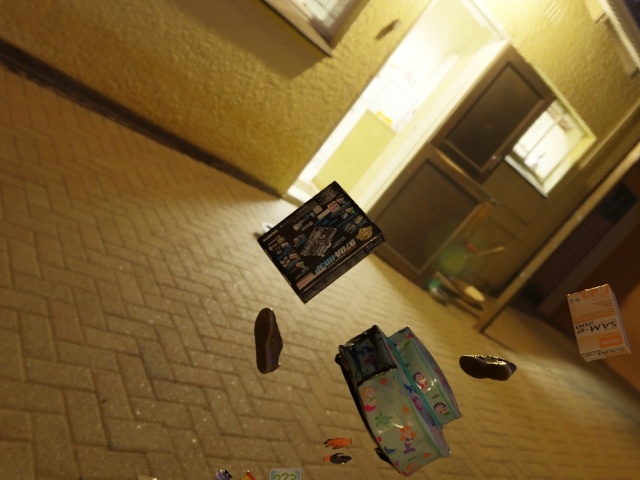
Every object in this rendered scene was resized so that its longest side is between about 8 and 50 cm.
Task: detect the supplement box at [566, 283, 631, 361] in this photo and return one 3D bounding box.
[{"bbox_3d":[0.400,0.119,0.863,0.036,0.062,0.098,43,38,-40],"label":"supplement box"}]

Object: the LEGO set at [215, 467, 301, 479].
[{"bbox_3d":[-0.169,0.636,1.422,0.244,0.182,0.060,4,5,-9],"label":"LEGO set"}]

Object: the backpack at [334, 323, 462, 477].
[{"bbox_3d":[0.156,0.308,1.146,0.225,0.191,0.253,57,11,-38],"label":"backpack"}]

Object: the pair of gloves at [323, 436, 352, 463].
[{"bbox_3d":[0.044,0.542,1.539,0.074,0.083,0.010,-1,22,-4],"label":"pair of gloves"}]

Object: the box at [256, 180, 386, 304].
[{"bbox_3d":[0.000,0.000,1.262,0.175,0.220,0.051,50,-4,30],"label":"box"}]

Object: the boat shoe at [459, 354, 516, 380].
[{"bbox_3d":[0.407,0.309,1.458,0.049,0.056,0.152,-10,9,-35],"label":"boat shoe"}]

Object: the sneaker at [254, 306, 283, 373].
[{"bbox_3d":[-0.141,0.275,1.672,0.066,0.188,0.071,11,10,39],"label":"sneaker"}]

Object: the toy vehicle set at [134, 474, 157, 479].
[{"bbox_3d":[-0.297,0.509,0.888,0.035,0.266,0.166,24,-7,-23],"label":"toy vehicle set"}]
